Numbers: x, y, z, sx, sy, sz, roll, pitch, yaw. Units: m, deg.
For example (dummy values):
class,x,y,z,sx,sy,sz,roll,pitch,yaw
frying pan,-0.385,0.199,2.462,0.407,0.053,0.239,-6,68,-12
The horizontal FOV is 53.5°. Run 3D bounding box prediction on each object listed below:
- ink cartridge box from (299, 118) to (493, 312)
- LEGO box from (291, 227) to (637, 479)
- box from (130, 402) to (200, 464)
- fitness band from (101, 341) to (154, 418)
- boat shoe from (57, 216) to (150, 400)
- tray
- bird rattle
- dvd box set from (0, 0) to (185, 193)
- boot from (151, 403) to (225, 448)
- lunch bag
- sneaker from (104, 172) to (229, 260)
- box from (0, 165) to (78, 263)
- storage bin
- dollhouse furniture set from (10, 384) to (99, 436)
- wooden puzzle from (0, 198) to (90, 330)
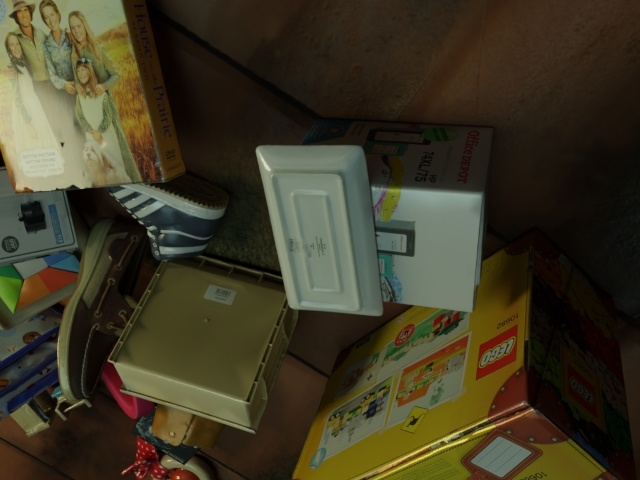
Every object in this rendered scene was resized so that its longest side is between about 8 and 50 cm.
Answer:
class,x,y,z,sx,sy,sz,roll,pitch,yaw
ink cartridge box,0.104,-0.044,0.924,0.270,0.198,0.197,6,126,15
LEGO box,0.200,0.265,1.002,0.193,0.372,0.500,41,128,-12
box,-0.337,0.425,1.493,0.156,0.093,0.158,34,130,-6
fitness band,-0.424,0.237,1.317,0.291,0.054,0.209,39,138,38
boat shoe,-0.385,0.126,1.171,0.123,0.342,0.123,8,161,3
tray,0.000,0.000,0.846,0.145,0.030,0.270,3,125,19
bird rattle,-0.376,0.609,1.654,0.207,0.143,0.253,-13,107,14
dvd box set,-0.388,-0.285,0.947,0.308,0.062,0.420,-2,110,21
boot,-0.321,0.315,1.349,0.295,0.104,0.211,28,99,-7
lunch bag,-0.659,0.243,1.343,0.243,0.303,0.115,26,130,22
sneaker,-0.313,-0.066,1.121,0.282,0.099,0.153,24,127,-2
box,-0.589,-0.033,1.108,0.087,0.290,0.169,171,87,-70
storage bin,-0.200,0.172,1.158,0.262,0.260,0.123,14,145,10
dollhouse furniture set,-0.661,0.362,1.564,0.184,0.129,0.129,-27,114,7
wooden puzzle,-0.558,0.034,1.218,0.044,0.239,0.221,32,150,58
